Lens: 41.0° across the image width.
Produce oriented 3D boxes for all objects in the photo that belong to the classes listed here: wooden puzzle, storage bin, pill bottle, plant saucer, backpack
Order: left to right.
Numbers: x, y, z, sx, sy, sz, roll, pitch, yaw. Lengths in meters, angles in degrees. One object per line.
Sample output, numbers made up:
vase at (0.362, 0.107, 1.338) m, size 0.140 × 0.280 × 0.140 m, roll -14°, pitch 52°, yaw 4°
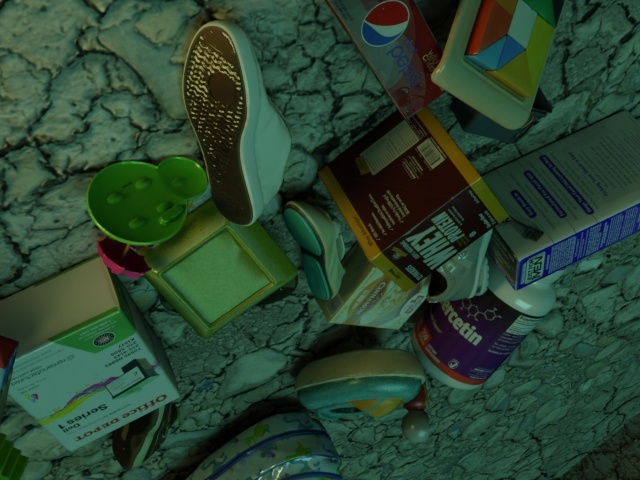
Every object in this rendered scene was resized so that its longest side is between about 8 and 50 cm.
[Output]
plant saucer at (-0.154, 0.048, 1.276) m, size 0.188 × 0.045 × 0.188 m, roll -35°, pitch 119°, yaw 6°
backpack at (-0.116, 0.506, 1.765) m, size 0.356 × 0.273 × 0.290 m, roll -51°, pitch 134°, yaw 7°
pill bottle at (0.325, 0.127, 1.648) m, size 0.181 × 0.182 × 0.323 m, roll 5°, pitch 131°, yaw -38°
storage bin at (0.274, -0.201, 1.311) m, size 0.135 × 0.098 × 0.091 m, roll 5°, pitch 141°, yaw -39°
wooden puzzle at (0.261, -0.289, 1.155) m, size 0.220 × 0.044 × 0.239 m, roll 19°, pitch 93°, yaw -46°

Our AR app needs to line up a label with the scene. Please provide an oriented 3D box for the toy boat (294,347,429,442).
toy boat at (0.121, 0.311, 1.693) m, size 0.267 × 0.148 × 0.318 m, roll -19°, pitch 152°, yaw 35°

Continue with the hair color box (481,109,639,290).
hair color box at (0.437, -0.073, 1.488) m, size 0.338 × 0.185 × 0.110 m, roll -24°, pitch 145°, yaw -9°

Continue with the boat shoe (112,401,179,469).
boat shoe at (-0.298, 0.304, 1.517) m, size 0.095 × 0.095 × 0.257 m, roll -17°, pitch 150°, yaw -40°

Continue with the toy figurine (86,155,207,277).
toy figurine at (-0.243, -0.020, 1.171) m, size 0.173 × 0.130 × 0.159 m, roll -36°, pitch 166°, yaw -35°

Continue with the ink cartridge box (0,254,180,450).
ink cartridge box at (-0.355, 0.178, 1.290) m, size 0.201 × 0.117 × 0.278 m, roll -26°, pitch 143°, yaw -7°

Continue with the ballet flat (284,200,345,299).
ballet flat at (0.000, 0.000, 1.375) m, size 0.086 × 0.086 × 0.248 m, roll -24°, pitch 145°, yaw -8°

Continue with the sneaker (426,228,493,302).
sneaker at (0.220, 0.000, 1.448) m, size 0.115 × 0.105 × 0.281 m, roll -22°, pitch 124°, yaw -15°

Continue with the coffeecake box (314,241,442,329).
coffeecake box at (0.105, 0.085, 1.543) m, size 0.185 × 0.068 × 0.142 m, roll 10°, pitch 127°, yaw -42°

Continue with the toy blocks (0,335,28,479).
toy blocks at (-0.547, 0.182, 1.065) m, size 0.381 × 0.191 × 0.261 m, roll 20°, pitch 128°, yaw -8°

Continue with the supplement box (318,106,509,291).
supplement box at (0.136, -0.068, 1.279) m, size 0.194 × 0.191 × 0.129 m, roll -37°, pitch 143°, yaw 10°

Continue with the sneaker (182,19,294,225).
sneaker at (-0.098, -0.166, 1.110) m, size 0.123 × 0.105 × 0.290 m, roll -47°, pitch 149°, yaw -38°

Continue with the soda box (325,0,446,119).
soda box at (0.083, -0.273, 1.093) m, size 0.092 × 0.083 × 0.263 m, roll -35°, pitch 144°, yaw 8°

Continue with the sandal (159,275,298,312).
sandal at (-0.146, 0.064, 1.360) m, size 0.219 × 0.060 × 0.090 m, roll -11°, pitch 135°, yaw -2°
